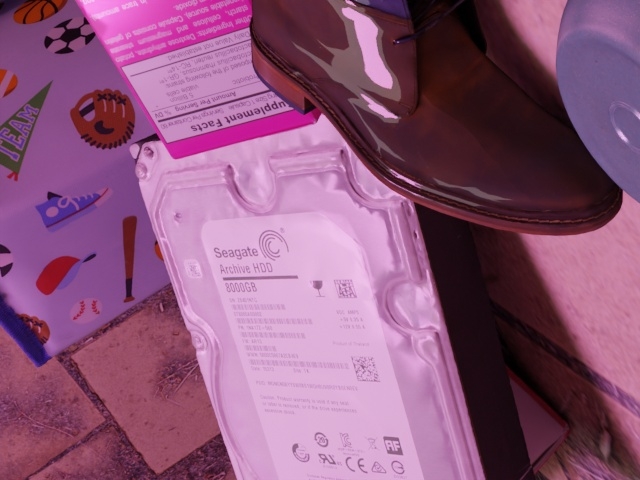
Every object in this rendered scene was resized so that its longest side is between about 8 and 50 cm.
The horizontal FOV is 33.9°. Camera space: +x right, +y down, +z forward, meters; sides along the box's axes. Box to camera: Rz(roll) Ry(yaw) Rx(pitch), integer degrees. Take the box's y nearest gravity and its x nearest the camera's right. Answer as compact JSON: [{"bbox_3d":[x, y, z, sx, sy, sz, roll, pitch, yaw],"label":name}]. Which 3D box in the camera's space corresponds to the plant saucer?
[{"bbox_3d":[0.128,-0.048,0.408,0.119,0.021,0.119,54,171,13],"label":"plant saucer"}]

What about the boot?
[{"bbox_3d":[0.046,-0.088,0.486,0.219,0.082,0.106,32,148,26],"label":"boot"}]

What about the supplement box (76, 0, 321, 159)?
[{"bbox_3d":[-0.078,-0.173,0.620,0.220,0.114,0.111,62,-148,-31],"label":"supplement box"}]

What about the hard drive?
[{"bbox_3d":[0.010,0.072,0.732,0.237,0.064,0.339,-3,109,39],"label":"hard drive"}]

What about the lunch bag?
[{"bbox_3d":[-0.235,-0.142,0.981,0.385,0.328,0.239,52,168,40],"label":"lunch bag"}]

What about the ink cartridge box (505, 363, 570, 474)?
[{"bbox_3d":[0.080,0.160,0.951,0.226,0.131,0.306,43,166,16],"label":"ink cartridge box"}]
